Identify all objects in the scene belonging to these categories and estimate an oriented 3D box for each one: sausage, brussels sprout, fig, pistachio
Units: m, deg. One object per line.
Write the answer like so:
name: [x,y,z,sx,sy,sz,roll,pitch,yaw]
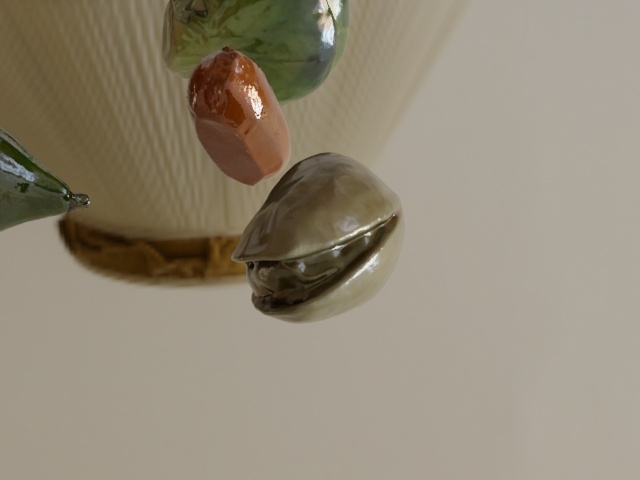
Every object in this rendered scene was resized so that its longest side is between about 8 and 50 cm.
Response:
sausage: [-0.078,-0.113,1.307,0.089,0.179,0.089,-9,-126,13]
brussels sprout: [-0.090,-0.289,1.812,0.271,0.219,0.210,-15,-144,-22]
fig: [-0.288,-0.051,1.148,0.177,0.117,0.117,7,-163,7]
pistachio: [0.000,0.000,1.101,0.136,0.136,0.226,2,-162,16]
